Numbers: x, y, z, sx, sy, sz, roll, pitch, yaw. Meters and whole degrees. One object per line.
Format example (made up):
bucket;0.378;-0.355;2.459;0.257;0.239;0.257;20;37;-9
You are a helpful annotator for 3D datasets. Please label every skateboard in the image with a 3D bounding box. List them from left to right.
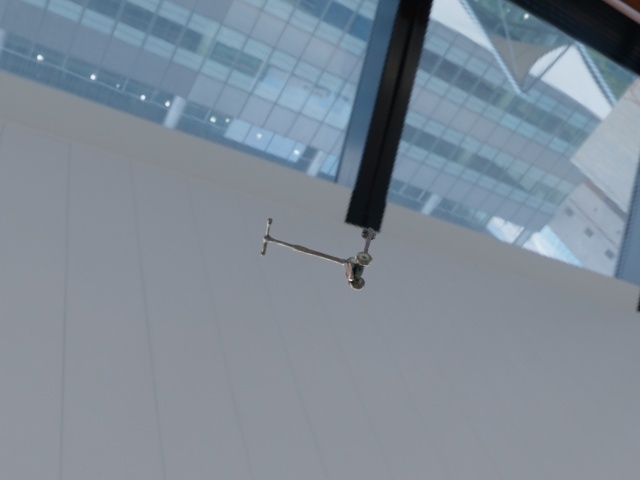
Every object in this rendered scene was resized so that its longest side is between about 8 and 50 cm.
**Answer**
skateboard;0.000;0.000;0.515;0.083;0.032;0.063;16;-145;2
